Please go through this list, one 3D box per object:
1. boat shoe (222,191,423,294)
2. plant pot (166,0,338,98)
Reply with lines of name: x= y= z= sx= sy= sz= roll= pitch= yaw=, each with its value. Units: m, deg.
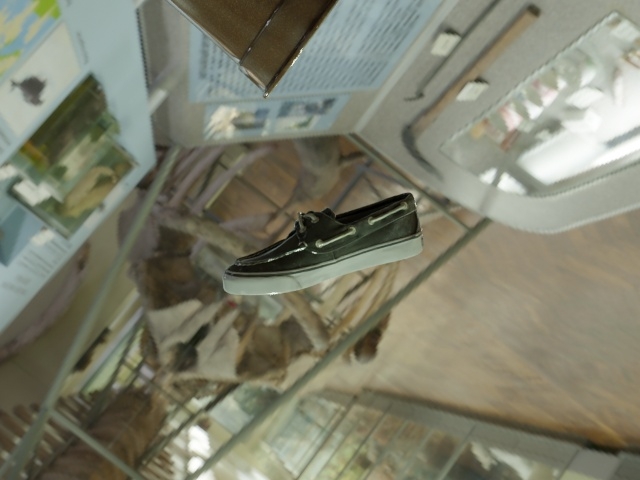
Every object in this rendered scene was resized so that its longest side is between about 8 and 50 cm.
boat shoe: x=0.000 y=0.000 z=0.923 sx=0.078 sy=0.219 sz=0.070 roll=-151 pitch=48 yaw=-66
plant pot: x=-0.072 y=-0.256 z=0.888 sx=0.165 sy=0.167 sz=0.167 roll=35 pitch=170 yaw=-9
